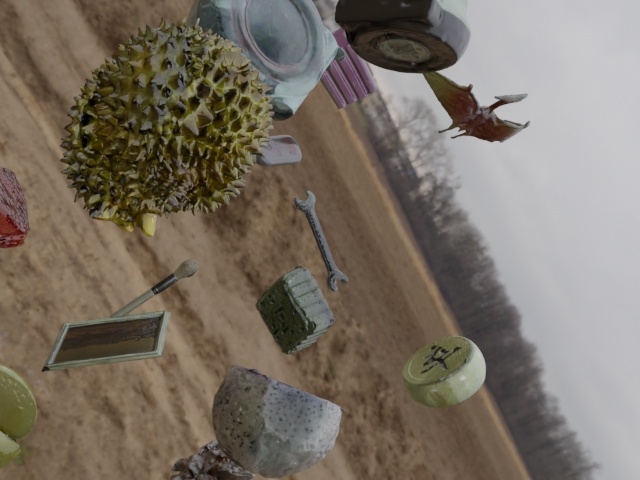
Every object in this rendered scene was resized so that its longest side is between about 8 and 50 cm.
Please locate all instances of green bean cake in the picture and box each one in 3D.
[{"bbox_3d":[-0.071,0.180,1.878,0.094,0.173,0.181,-17,71,-42],"label":"green bean cake"}]

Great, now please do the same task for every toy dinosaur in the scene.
[{"bbox_3d":[0.362,-0.321,1.760,0.206,0.327,0.113,121,-32,-55],"label":"toy dinosaur"}]

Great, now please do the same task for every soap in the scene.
[{"bbox_3d":[0.055,-0.428,1.859,0.203,0.122,0.065,49,18,-57],"label":"soap"}]

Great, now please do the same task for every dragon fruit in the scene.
[{"bbox_3d":[-0.636,-0.028,1.322,0.152,0.205,0.317,65,-8,-8],"label":"dragon fruit"},{"bbox_3d":[-0.103,0.404,1.588,0.283,0.204,0.221,23,-14,-3],"label":"dragon fruit"}]

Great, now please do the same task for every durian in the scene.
[{"bbox_3d":[-0.208,-0.152,0.977,0.258,0.293,0.258,42,-1,1],"label":"durian"}]

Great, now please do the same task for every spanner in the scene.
[{"bbox_3d":[0.000,0.000,1.731,0.015,0.054,0.255,119,-48,-68],"label":"spanner"}]

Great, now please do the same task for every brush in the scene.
[{"bbox_3d":[-0.443,0.142,1.927,0.042,0.299,0.039,56,-3,-33],"label":"brush"}]

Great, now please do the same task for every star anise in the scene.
[{"bbox_3d":[-0.322,0.652,1.991,0.118,0.331,0.332,57,9,-17],"label":"star anise"}]

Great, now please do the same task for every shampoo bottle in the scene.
[{"bbox_3d":[-0.125,-0.206,1.720,0.165,0.040,0.080,-11,64,-38],"label":"shampoo bottle"}]

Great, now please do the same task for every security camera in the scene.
[{"bbox_3d":[0.154,-0.425,1.174,0.191,0.197,0.277,22,76,-56],"label":"security camera"}]

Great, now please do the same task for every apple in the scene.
[{"bbox_3d":[-0.870,0.450,1.872,0.254,0.292,0.292,49,14,-28],"label":"apple"}]

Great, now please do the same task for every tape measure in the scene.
[{"bbox_3d":[-0.110,-0.354,1.346,0.275,0.147,0.256,47,53,-23],"label":"tape measure"}]

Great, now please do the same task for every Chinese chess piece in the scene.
[{"bbox_3d":[0.274,0.292,1.658,0.083,0.188,0.188,61,8,-18],"label":"Chinese chess piece"}]

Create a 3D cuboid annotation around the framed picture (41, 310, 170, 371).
[{"bbox_3d":[-0.465,0.216,1.633,0.197,0.252,0.014,-103,-174,-66],"label":"framed picture"}]
